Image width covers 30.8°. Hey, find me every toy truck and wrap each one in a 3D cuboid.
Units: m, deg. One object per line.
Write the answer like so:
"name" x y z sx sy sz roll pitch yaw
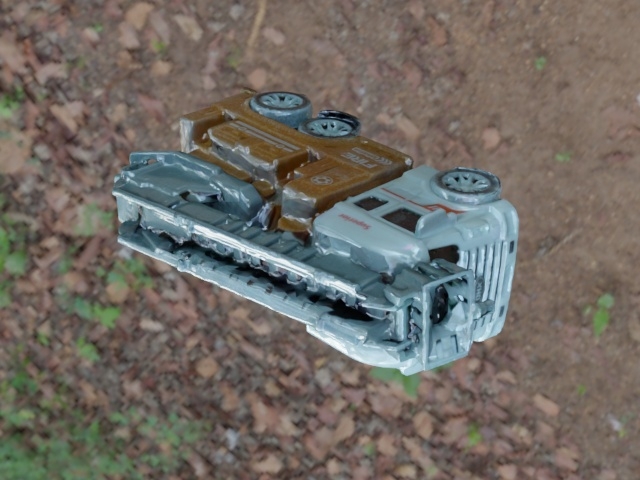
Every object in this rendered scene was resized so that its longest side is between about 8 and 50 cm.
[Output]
"toy truck" 0.000 0.000 0.893 0.338 0.184 0.133 27 125 38
